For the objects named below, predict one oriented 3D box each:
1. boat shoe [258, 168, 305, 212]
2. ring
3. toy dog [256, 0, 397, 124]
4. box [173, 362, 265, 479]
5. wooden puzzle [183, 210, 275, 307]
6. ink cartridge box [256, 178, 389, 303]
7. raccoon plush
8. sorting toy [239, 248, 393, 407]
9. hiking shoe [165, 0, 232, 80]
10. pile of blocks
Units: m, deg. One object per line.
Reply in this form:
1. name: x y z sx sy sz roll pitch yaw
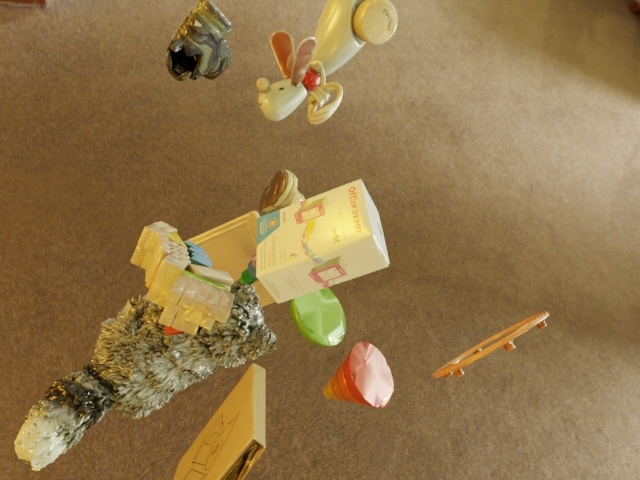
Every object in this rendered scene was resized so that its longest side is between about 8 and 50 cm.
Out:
1. boat shoe: -0.061 -0.085 0.945 0.072 0.190 0.068 18 82 -14
2. ring: 0.442 0.279 1.313 0.337 0.336 0.032 -21 72 -28
3. toy dog: -0.008 -0.398 0.994 0.161 0.220 0.333 45 75 -36
4. box: -0.113 0.231 0.540 0.021 0.201 0.164 37 91 -8
5. wooden puzzle: -0.207 0.069 1.236 0.221 0.239 0.044 67 19 -1
6. ink cartridge box: 0.000 0.000 0.515 0.122 0.052 0.088 -19 43 12
7. raccoon plush: -0.269 0.244 0.934 0.216 0.299 0.446 64 24 -25
8. sorting toy: -0.023 0.173 0.935 0.365 0.126 0.127 51 34 -6
9. hiking shoe: -0.213 -0.314 0.845 0.114 0.227 0.086 -43 95 -10
10. pile of blocks: -0.268 0.087 0.974 0.149 0.112 0.362 18 15 -34
